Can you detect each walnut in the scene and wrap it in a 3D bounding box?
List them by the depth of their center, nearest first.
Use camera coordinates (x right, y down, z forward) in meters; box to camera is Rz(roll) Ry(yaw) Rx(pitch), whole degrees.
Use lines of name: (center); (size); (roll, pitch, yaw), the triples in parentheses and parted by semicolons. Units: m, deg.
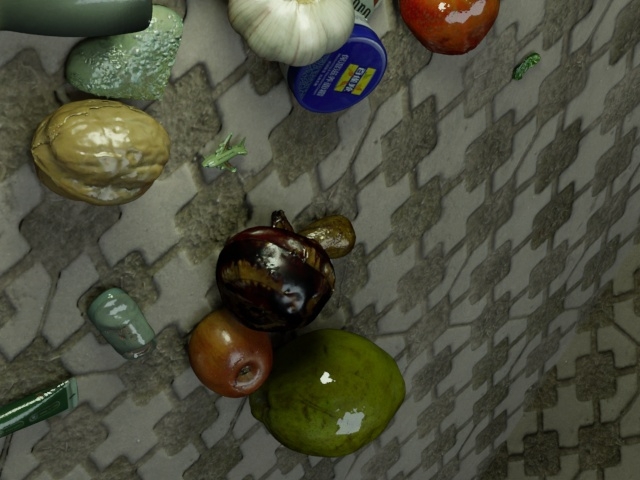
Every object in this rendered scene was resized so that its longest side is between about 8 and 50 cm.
walnut: (-0.390, -0.154, 1.520); (0.245, 0.198, 0.198); (-1, 126, -36)

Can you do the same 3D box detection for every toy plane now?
toy plane: (-0.200, -0.178, 1.789); (0.111, 0.040, 0.102); (-24, 137, -23)

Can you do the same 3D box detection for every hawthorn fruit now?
hawthorn fruit: (0.282, -0.479, 1.828); (0.207, 0.207, 0.243); (-40, 147, -5)

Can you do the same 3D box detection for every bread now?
bread: (-0.332, -0.312, 1.522); (0.232, 0.064, 0.172); (-34, 140, -10)

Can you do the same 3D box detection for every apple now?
apple: (-0.216, 0.281, 2.108); (0.210, 0.173, 0.235); (-43, 142, -1)

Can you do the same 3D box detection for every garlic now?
garlic: (-0.071, -0.415, 1.579); (0.245, 0.245, 0.253); (-22, 174, -26)

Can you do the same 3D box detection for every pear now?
pear: (0.022, 0.400, 2.300); (0.414, 0.352, 0.351); (-10, 133, -21)

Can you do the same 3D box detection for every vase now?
vase: (-0.433, -0.374, 1.302); (0.321, 0.173, 0.173); (-18, 137, -20)

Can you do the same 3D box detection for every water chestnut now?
water chestnut: (-0.099, 0.064, 1.968); (0.300, 0.300, 0.300); (-25, 139, -23)

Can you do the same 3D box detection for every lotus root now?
lotus root: (0.000, 0.000, 2.107); (0.191, 0.094, 0.108); (-15, 100, -26)

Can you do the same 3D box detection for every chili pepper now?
chili pepper: (0.530, -0.449, 2.208); (0.091, 0.030, 0.034); (-46, 168, 7)

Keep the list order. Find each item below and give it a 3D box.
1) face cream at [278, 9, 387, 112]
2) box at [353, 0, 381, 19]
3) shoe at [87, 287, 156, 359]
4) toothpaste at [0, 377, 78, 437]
face cream: (0.022, -0.366, 1.729); (0.206, 0.111, 0.206); (-17, 148, -11)
box: (0.044, -0.497, 1.710); (0.115, 0.036, 0.177); (-52, 142, 10)
shoe: (-0.425, 0.204, 1.905); (0.103, 0.100, 0.251); (-35, 145, -10)
toothpaste: (-0.714, 0.403, 1.866); (0.392, 0.061, 0.098); (-21, 137, -31)
